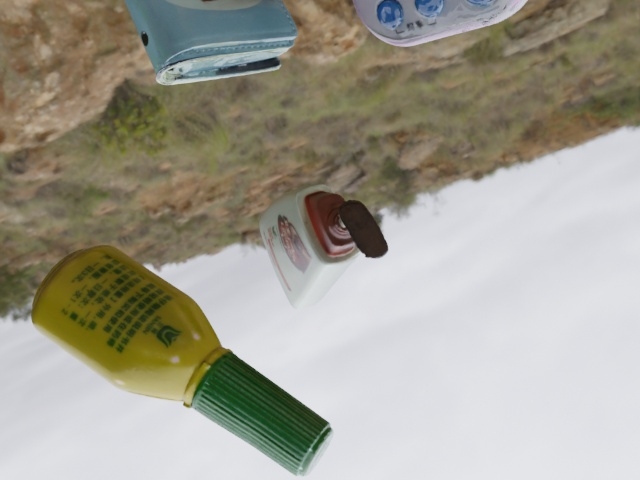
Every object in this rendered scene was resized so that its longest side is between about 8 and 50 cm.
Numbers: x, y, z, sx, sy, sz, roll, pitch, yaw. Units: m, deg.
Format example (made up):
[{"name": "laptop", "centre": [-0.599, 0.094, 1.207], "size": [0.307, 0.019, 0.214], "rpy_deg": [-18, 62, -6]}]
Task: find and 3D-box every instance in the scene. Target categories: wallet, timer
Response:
[{"name": "wallet", "centre": [-0.144, -0.292, 0.811], "size": [0.176, 0.251, 0.075], "rpy_deg": [-17, 166, -36]}, {"name": "timer", "centre": [0.118, -0.305, 0.769], "size": [0.208, 0.191, 0.069], "rpy_deg": [-3, -160, 41]}]

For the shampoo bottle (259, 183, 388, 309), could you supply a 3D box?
[{"name": "shampoo bottle", "centre": [0.000, 0.000, 0.941], "size": [0.071, 0.153, 0.284], "rpy_deg": [-19, 177, -19]}]

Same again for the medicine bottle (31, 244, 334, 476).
[{"name": "medicine bottle", "centre": [-0.107, 0.094, 0.594], "size": [0.095, 0.260, 0.064], "rpy_deg": [-49, 161, -32]}]
